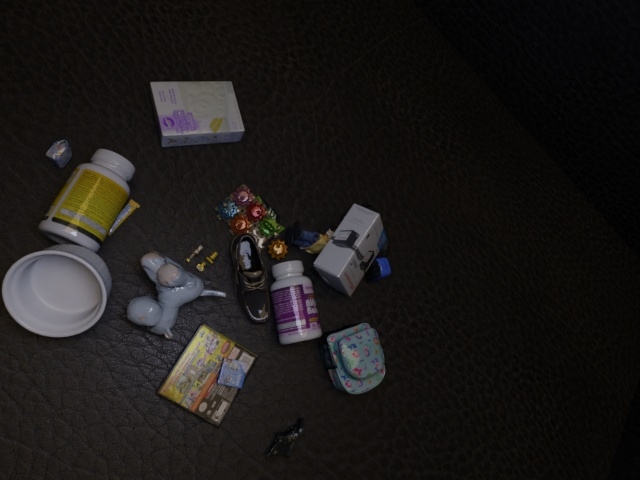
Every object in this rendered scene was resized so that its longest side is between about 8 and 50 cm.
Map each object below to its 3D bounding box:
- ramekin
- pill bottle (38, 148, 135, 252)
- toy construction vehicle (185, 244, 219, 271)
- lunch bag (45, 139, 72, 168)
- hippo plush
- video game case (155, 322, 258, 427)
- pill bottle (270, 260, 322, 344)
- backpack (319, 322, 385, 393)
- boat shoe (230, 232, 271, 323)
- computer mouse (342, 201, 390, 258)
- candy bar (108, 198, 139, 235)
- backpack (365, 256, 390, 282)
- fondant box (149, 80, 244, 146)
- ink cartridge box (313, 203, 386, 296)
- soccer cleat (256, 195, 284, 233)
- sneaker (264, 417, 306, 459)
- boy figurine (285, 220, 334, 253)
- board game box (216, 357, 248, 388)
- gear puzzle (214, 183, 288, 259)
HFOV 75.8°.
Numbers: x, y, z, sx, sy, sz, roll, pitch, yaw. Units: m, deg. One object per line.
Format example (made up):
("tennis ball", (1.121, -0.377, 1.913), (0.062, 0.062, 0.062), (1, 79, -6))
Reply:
("ramekin", (-0.793, 0.144, 1.270), (0.277, 0.135, 0.277), (-3, 107, -11))
("pill bottle", (-0.774, -0.137, 1.395), (0.188, 0.188, 0.334), (25, 66, -15))
("toy construction vehicle", (-0.451, 0.064, 1.566), (0.086, 0.035, 0.098), (44, 64, -18))
("lunch bag", (-0.920, -0.309, 1.452), (0.053, 0.071, 0.083), (29, 67, -9))
("hippo plush", (-0.545, 0.191, 1.418), (0.236, 0.234, 0.294), (-58, 144, -9))
("video game case", (-0.393, 0.473, 1.458), (0.248, 0.035, 0.275), (35, 64, -11))
("pill bottle", (-0.102, 0.237, 1.584), (0.169, 0.169, 0.301), (-7, 77, -25))
("backpack", (0.137, 0.467, 1.616), (0.225, 0.191, 0.253), (-12, 84, -27))
("boat shoe", (-0.267, 0.142, 1.546), (0.132, 0.130, 0.355), (-15, 86, -14))
("computer mouse", (0.234, -0.042, 1.875), (0.188, 0.072, 0.272), (-25, 85, -29))
("candy bar", (-0.727, -0.082, 1.495), (0.040, 0.018, 0.161), (38, 62, -9))
("backpack", (0.257, 0.120, 1.806), (0.101, 0.120, 0.098), (-14, 79, -27))
("fondant box", (-0.504, -0.524, 1.690), (0.330, 0.096, 0.238), (-12, 79, -25))
("ink cartridge box", (0.128, 0.043, 1.675), (0.129, 0.223, 0.307), (26, 72, 27))
("soccer cleat", (-0.212, -0.109, 1.713), (0.072, 0.060, 0.179), (-28, 91, -40))
("sneaker", (-0.125, 0.715, 1.490), (0.089, 0.051, 0.170), (35, 67, -15))
("boy figurine", (0.000, 0.000, 1.709), (0.285, 0.177, 0.092), (14, 56, -38))
("board game box", (-0.313, 0.471, 1.462), (0.090, 0.020, 0.090), (19, 68, -19))
("gear puzzle", (-0.261, -0.052, 1.644), (0.175, 0.044, 0.339), (-41, 93, -7))
